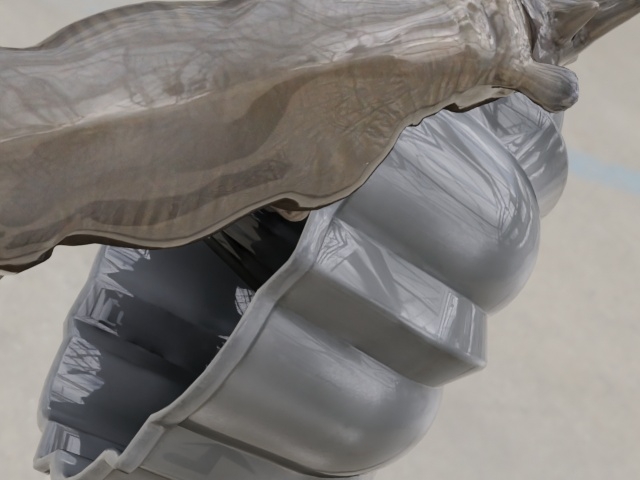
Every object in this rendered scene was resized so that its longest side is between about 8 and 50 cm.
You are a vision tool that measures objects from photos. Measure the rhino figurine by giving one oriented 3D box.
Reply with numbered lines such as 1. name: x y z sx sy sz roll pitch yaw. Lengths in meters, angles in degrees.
1. rhino figurine: -0.013 -0.042 0.518 0.106 0.243 0.073 46 30 -84

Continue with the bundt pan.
1. bundt pan: 0.000 0.000 0.841 0.124 0.331 0.331 31 26 -19
